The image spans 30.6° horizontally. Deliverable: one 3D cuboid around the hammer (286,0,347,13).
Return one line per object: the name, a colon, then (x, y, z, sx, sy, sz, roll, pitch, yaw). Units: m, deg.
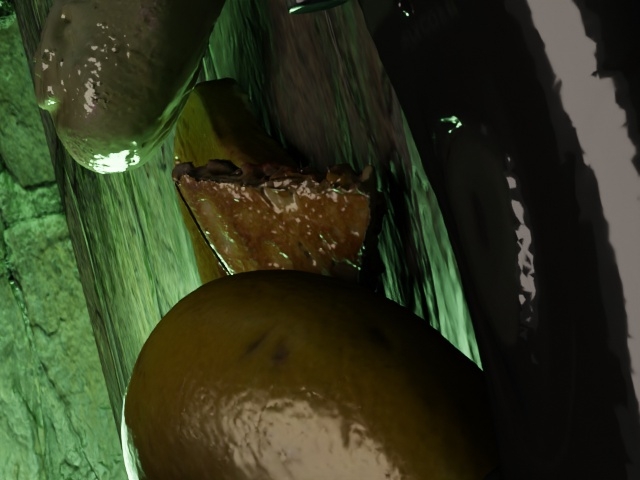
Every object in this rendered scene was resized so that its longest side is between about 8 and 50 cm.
hammer: (0.050, -0.226, 0.604, 0.427, 0.044, 0.152, -176, 75, -70)

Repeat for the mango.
mango: (0.002, 0.143, 0.738, 0.365, 0.182, 0.253, 6, 124, 59)

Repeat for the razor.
razor: (0.104, -0.023, 0.460, 0.204, 0.113, 0.349, 172, 83, -73)

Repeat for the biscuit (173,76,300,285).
biscuit: (-0.055, 0.008, 1.035, 0.287, 0.057, 0.344, 116, 138, -61)

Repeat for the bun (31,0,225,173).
bun: (-0.173, -0.177, 1.021, 0.239, 0.141, 0.239, -56, 20, 33)

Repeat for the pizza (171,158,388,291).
pizza: (0.000, 0.000, 0.838, 0.193, 0.053, 0.201, -23, 106, 51)
